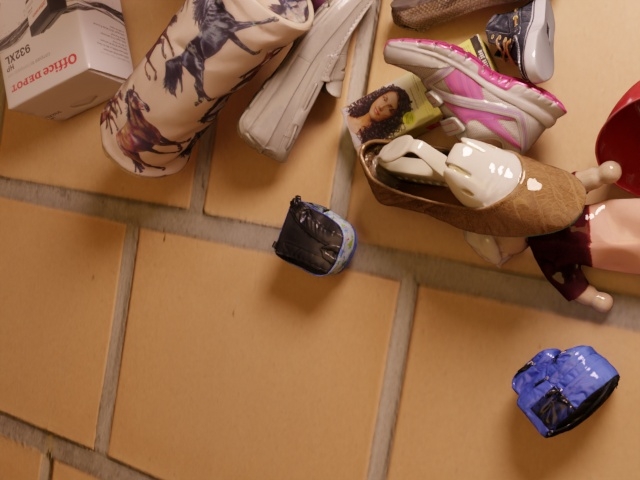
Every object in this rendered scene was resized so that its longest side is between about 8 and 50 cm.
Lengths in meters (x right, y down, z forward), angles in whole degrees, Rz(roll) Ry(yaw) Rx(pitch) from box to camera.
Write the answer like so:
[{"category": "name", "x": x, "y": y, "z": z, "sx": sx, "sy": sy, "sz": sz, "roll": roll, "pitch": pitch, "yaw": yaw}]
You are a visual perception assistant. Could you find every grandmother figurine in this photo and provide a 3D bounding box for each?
[{"category": "grandmother figurine", "x": 0.354, "y": -0.004, "z": 0.878, "sx": 0.342, "sy": 0.104, "sz": 0.208, "roll": 4, "pitch": 105, "yaw": 29}]

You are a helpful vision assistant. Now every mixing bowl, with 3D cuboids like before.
[{"category": "mixing bowl", "x": 0.432, "y": -0.142, "z": 0.818, "sx": 0.181, "sy": 0.181, "sz": 0.098, "roll": 0, "pitch": 50, "yaw": 27}]

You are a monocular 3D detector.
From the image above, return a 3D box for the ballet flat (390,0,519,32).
[{"category": "ballet flat", "x": 0.223, "y": -0.348, "z": 0.974, "sx": 0.249, "sy": 0.084, "sz": 0.058, "roll": -8, "pitch": 125, "yaw": 24}]

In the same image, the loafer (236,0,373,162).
[{"category": "loafer", "x": -0.006, "y": -0.270, "z": 1.072, "sx": 0.111, "sy": 0.112, "sz": 0.319, "roll": 35, "pitch": 102, "yaw": -15}]

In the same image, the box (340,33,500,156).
[{"category": "box", "x": 0.150, "y": -0.207, "z": 1.005, "sx": 0.232, "sy": 0.058, "sz": 0.087, "roll": -26, "pitch": 79, "yaw": 24}]

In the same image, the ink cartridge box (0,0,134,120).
[{"category": "ink cartridge box", "x": -0.504, "y": -0.417, "z": 1.301, "sx": 0.223, "sy": 0.129, "sz": 0.308, "roll": -17, "pitch": 82, "yaw": 25}]

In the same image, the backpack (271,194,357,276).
[{"category": "backpack", "x": 0.000, "y": 0.000, "z": 1.062, "sx": 0.114, "sy": 0.084, "sz": 0.105, "roll": 29, "pitch": 102, "yaw": 29}]

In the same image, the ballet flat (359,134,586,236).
[{"category": "ballet flat", "x": 0.172, "y": -0.087, "z": 0.890, "sx": 0.342, "sy": 0.124, "sz": 0.116, "roll": 21, "pitch": 75, "yaw": 51}]

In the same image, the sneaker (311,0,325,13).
[{"category": "sneaker", "x": -0.107, "y": -0.396, "z": 1.127, "sx": 0.236, "sy": 0.095, "sz": 0.105, "roll": -21, "pitch": 73, "yaw": 20}]

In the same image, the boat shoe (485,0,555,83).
[{"category": "boat shoe", "x": 0.264, "y": -0.258, "z": 0.904, "sx": 0.083, "sy": 0.183, "sz": 0.065, "roll": -11, "pitch": 127, "yaw": 32}]

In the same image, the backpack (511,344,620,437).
[{"category": "backpack", "x": 0.322, "y": 0.188, "z": 0.888, "sx": 0.120, "sy": 0.098, "sz": 0.101, "roll": -46, "pitch": 67, "yaw": 19}]

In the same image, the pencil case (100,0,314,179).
[{"category": "pencil case", "x": -0.181, "y": -0.271, "z": 1.056, "sx": 0.410, "sy": 0.183, "sz": 0.160, "roll": -39, "pitch": 91, "yaw": 33}]

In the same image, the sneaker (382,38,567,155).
[{"category": "sneaker", "x": 0.189, "y": -0.188, "z": 0.897, "sx": 0.252, "sy": 0.103, "sz": 0.111, "roll": 30, "pitch": 113, "yaw": 8}]
